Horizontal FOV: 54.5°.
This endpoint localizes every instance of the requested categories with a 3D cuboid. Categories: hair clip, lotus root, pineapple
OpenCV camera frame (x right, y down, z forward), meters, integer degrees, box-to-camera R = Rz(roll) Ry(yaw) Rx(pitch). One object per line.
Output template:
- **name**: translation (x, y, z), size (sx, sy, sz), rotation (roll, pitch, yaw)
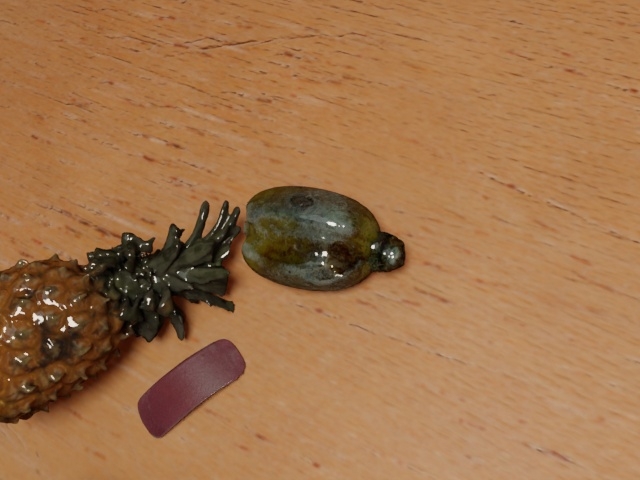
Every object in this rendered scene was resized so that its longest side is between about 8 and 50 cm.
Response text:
- **hair clip**: translation (-0.149, 0.166, 0.703), size (0.137, 0.022, 0.054), rotation (-37, 68, 1)
- **lotus root**: translation (0.000, 0.000, 0.684), size (0.191, 0.088, 0.113), rotation (10, 89, 18)
- **pineapple**: translation (-0.235, 0.062, 0.691), size (0.340, 0.169, 0.169), rotation (-29, 64, -15)
